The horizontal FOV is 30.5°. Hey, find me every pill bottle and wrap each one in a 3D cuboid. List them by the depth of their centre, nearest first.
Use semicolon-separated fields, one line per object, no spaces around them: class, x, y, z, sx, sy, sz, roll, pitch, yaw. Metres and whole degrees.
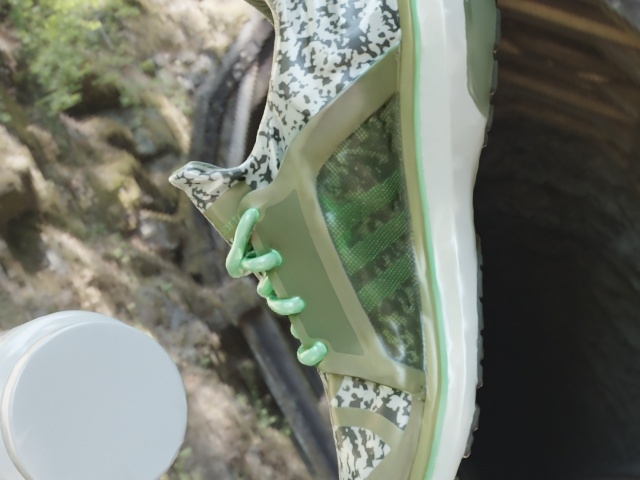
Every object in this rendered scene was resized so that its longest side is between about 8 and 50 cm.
pill bottle;-0.212;0.141;0.955;0.162;0.162;0.278;-24;3;-26

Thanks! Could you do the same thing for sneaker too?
sneaker;0.000;0.000;0.704;0.182;0.410;0.158;4;-5;-3
